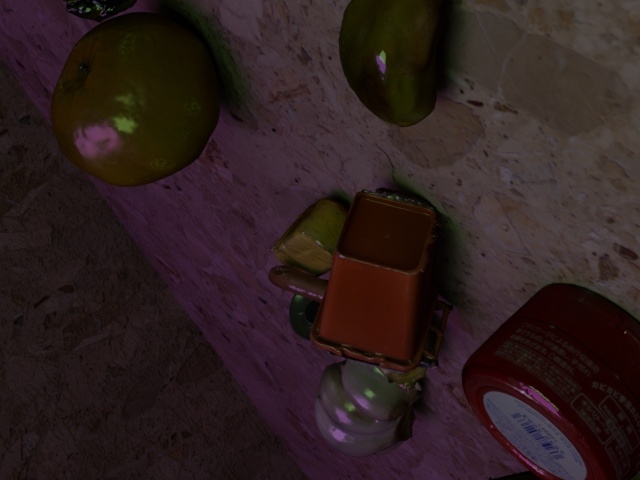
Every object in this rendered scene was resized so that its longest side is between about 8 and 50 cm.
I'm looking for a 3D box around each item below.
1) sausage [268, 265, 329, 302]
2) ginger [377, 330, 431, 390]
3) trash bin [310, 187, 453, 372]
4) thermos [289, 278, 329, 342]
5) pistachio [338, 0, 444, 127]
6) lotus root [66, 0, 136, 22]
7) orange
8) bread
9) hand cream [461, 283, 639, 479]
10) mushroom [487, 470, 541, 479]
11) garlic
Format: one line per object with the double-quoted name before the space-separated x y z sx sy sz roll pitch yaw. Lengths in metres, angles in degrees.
"sausage" -0.012 0.075 1.450 0.186 0.043 0.043 17 145 33
"ginger" 0.122 0.152 1.431 0.216 0.102 0.157 73 -179 -63
"trash bin" 0.094 0.059 1.217 0.185 0.161 0.238 15 145 7
"thermos" 0.046 0.150 1.536 0.137 0.105 0.193 47 -172 31
"pistachio" 0.068 -0.188 0.897 0.110 0.100 0.189 37 160 23
"lotus root" -0.374 -0.466 1.306 0.309 0.173 0.173 53 162 -9
"orange" -0.283 -0.215 1.404 0.235 0.279 0.279 31 178 -41
"bread" 0.000 0.000 1.441 0.102 0.094 0.245 42 163 -4
"hand cream" 0.285 0.176 1.031 0.230 0.149 0.230 41 157 21
"mushroom" 0.311 0.508 1.267 0.331 0.334 0.356 -19 70 37
"garlic" 0.071 0.302 1.710 0.203 0.185 0.281 46 162 32
